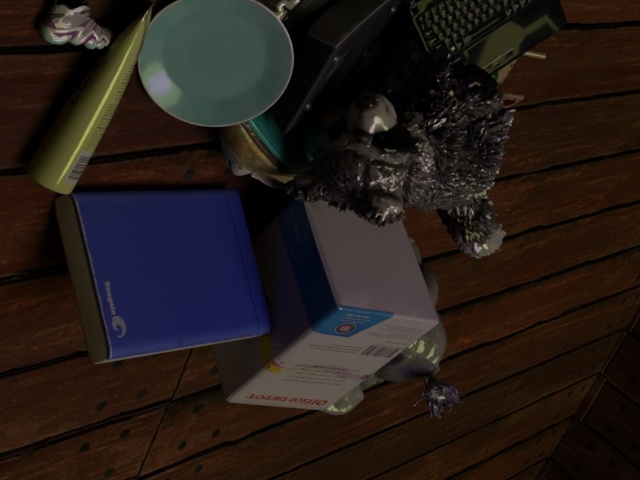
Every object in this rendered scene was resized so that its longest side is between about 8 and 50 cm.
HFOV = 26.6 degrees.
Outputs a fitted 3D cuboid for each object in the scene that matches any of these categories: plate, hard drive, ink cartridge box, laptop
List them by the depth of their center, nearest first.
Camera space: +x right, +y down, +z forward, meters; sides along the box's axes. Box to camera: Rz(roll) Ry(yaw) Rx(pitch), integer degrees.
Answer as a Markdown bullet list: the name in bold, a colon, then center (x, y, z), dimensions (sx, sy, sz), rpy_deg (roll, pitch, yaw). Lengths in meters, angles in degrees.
- **plate**: center (-0.126, -0.220, 1.628), dimensions (0.188, 0.024, 0.188), rpy_deg (-3, 128, -4)
- **hard drive**: center (-0.196, 0.038, 1.764), dimensions (0.040, 0.210, 0.318), rpy_deg (-19, 172, 34)
- **hard drive**: center (0.023, -0.254, 1.773), dimensions (0.172, 0.054, 0.255), rpy_deg (-56, 175, 38)
- **laptop**: center (0.252, -0.344, 1.883), dimensions (0.234, 0.136, 0.264), rpy_deg (-34, 120, -13)
- **ink cartridge box**: center (-0.010, 0.097, 1.966), dimensions (0.198, 0.197, 0.270), rpy_deg (11, 140, -41)

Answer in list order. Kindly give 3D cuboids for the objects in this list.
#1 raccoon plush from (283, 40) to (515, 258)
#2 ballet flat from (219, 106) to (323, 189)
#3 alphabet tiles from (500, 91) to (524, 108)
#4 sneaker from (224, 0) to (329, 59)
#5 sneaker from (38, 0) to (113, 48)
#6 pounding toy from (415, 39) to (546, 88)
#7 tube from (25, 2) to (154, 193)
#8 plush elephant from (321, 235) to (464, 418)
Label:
- **raccoon plush**: center (0.143, -0.050, 1.864), dimensions (0.446, 0.216, 0.299), rpy_deg (55, 52, -33)
- **ballet flat**: center (-0.067, -0.125, 1.851), dimensions (0.123, 0.123, 0.348), rpy_deg (-55, 151, 9)
- **alphabet tiles**: center (0.163, -0.191, 2.077), dimensions (0.237, 0.009, 0.198), rpy_deg (4, 157, -39)
- **sneaker**: center (-0.040, -0.292, 1.710), dimensions (0.234, 0.078, 0.106), rpy_deg (-42, 155, -8)
- **sneaker**: center (-0.256, -0.247, 1.474), dimensions (0.098, 0.038, 0.069), rpy_deg (-9, 133, -53)
- **pounding toy**: center (0.244, -0.287, 2.068), dimensions (0.100, 0.141, 0.130), rpy_deg (-58, 152, 14)
- **tube**: center (-0.256, -0.168, 1.553), dimensions (0.062, 0.070, 0.240), rpy_deg (18, 110, -50)
- **plush elephant**: center (0.073, 0.148, 2.250), dimensions (0.255, 0.330, 0.272), rpy_deg (26, 110, -44)
